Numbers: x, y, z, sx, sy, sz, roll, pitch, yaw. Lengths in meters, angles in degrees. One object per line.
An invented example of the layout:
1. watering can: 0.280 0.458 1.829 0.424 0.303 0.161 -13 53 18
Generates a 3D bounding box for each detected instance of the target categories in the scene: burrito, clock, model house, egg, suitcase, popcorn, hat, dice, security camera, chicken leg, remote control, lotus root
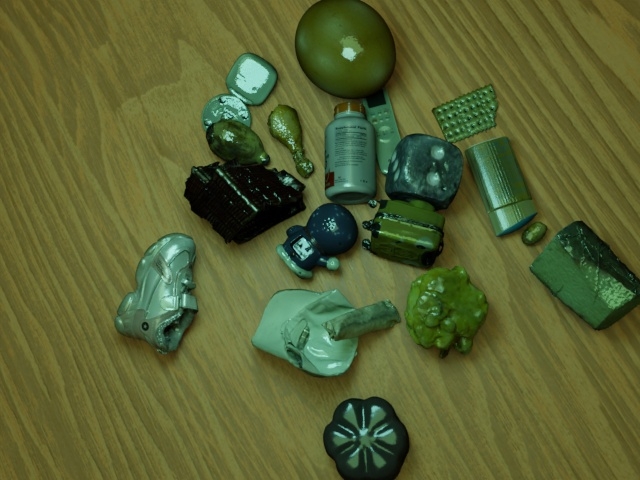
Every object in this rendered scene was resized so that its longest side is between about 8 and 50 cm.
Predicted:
1. burrito: 0.113 0.230 1.846 0.275 0.059 0.082 -12 68 -41
2. clock: 0.000 0.000 1.940 0.243 0.146 0.200 -39 72 4
3. model house: -0.239 -0.158 1.926 0.297 0.282 0.317 -43 77 -4
4. egg: 0.076 -0.579 1.981 0.282 0.283 0.351 -42 55 -4
5. suitcase: 0.244 -0.029 1.890 0.234 0.194 0.143 15 70 9
6. popcorn: 0.347 0.202 1.845 0.233 0.192 0.266 -18 100 -13
7. hat: -0.052 0.278 1.893 0.301 0.168 0.258 5 53 31
8. dice: 0.299 -0.194 1.906 0.181 0.182 0.183 15 80 -12
9. security camera: -0.261 -0.451 2.102 0.157 0.080 0.302 32 96 -9
10. chicken leg: -0.087 -0.313 2.050 0.107 0.087 0.252 -25 81 -8
11. remote control: 0.196 -0.348 2.047 0.090 0.038 0.310 -13 76 3
12. lotus root: -0.255 -0.296 2.037 0.214 0.138 0.139 29 81 -16

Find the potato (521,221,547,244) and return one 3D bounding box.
1. potato: 0.625 -0.021 1.922 0.083 0.040 0.051 -38 89 -2

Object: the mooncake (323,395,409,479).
1. mooncake: 0.128 0.552 1.807 0.244 0.133 0.245 -3 70 7

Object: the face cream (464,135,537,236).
1. face cream: 0.539 -0.162 1.950 0.139 0.067 0.285 -18 75 3

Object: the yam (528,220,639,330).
1. yam: 0.745 0.097 1.805 0.201 0.202 0.271 -24 67 -36

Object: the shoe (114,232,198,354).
1. shoe: -0.437 0.159 1.931 0.198 0.172 0.351 28 94 21

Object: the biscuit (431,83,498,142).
1. biscuit: 0.461 -0.389 2.038 0.203 0.016 0.144 -21 76 2

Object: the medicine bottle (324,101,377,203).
1. medicine bottle: 0.090 -0.265 1.978 0.156 0.157 0.289 -2 77 6
